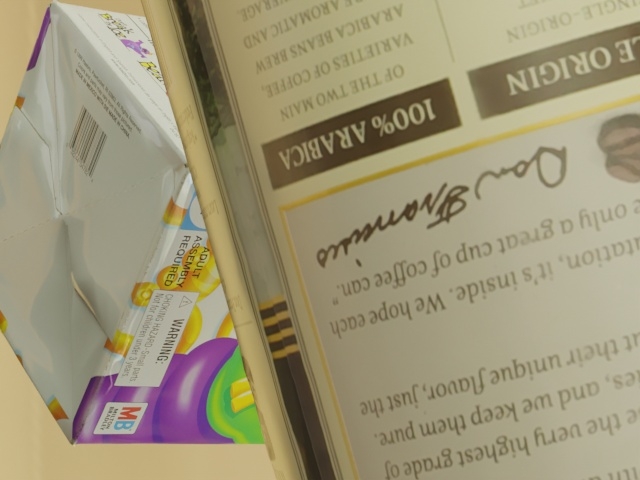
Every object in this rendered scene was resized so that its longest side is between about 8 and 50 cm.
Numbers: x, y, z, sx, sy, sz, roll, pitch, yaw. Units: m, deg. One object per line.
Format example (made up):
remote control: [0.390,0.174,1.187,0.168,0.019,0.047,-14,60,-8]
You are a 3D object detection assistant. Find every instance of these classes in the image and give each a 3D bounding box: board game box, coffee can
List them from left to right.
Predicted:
board game box: [0.000,0.000,0.821,0.144,0.275,0.142,49,-56,44]
coffee can: [0.067,-0.017,0.467,0.201,0.202,0.275,-18,-93,54]
